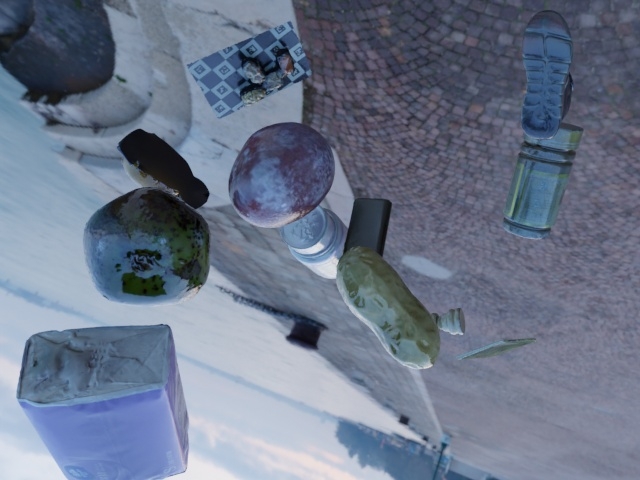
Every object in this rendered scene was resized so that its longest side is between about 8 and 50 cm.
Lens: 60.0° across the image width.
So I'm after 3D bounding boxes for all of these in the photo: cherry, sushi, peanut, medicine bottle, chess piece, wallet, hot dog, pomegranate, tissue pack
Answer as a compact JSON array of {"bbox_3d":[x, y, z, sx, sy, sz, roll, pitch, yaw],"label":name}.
[{"bbox_3d":[-0.082,-0.143,1.209,0.213,0.285,0.236,27,126,-8],"label":"cherry"},{"bbox_3d":[-0.164,-0.407,1.383,0.280,0.043,0.192,-22,146,4],"label":"sushi"},{"bbox_3d":[0.137,0.140,1.193,0.318,0.148,0.147,55,-179,29],"label":"peanut"},{"bbox_3d":[0.629,-0.175,1.591,0.152,0.322,0.151,7,-159,-3],"label":"medicine bottle"},{"bbox_3d":[0.410,0.284,1.929,0.171,0.094,0.094,-6,153,23],"label":"chess piece"},{"bbox_3d":[0.129,-0.028,1.511,0.110,0.197,0.031,4,149,16],"label":"wallet"},{"bbox_3d":[0.000,0.000,1.589,0.170,0.170,0.293,16,168,21],"label":"medicine bottle"},{"bbox_3d":[-0.521,-0.203,1.766,0.107,0.194,0.326,-12,125,38],"label":"hot dog"},{"bbox_3d":[-0.385,0.005,1.284,0.285,0.284,0.340,25,-170,-10],"label":"pomegranate"},{"bbox_3d":[-0.378,0.309,1.019,0.242,0.160,0.338,-4,136,-9],"label":"tissue pack"}]

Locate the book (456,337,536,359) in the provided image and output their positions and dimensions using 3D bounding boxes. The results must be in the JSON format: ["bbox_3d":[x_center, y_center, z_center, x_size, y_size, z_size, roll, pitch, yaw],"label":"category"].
[{"bbox_3d":[0.531,0.326,1.668,0.193,0.013,0.168,8,149,-42],"label":"book"}]

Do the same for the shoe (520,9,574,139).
[{"bbox_3d":[0.546,-0.390,1.309,0.114,0.137,0.290,12,118,36],"label":"shoe"}]
